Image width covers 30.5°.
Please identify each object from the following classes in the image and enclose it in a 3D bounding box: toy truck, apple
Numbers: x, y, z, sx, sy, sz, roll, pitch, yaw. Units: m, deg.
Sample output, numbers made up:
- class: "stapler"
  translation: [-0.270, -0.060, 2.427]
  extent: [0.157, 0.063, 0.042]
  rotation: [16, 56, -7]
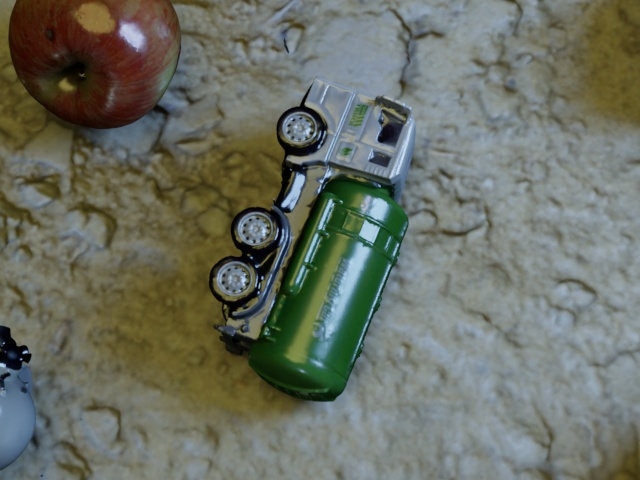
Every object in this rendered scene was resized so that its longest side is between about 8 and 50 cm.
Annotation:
- class: "toy truck"
  translation: [0.000, 0.000, 0.922]
  extent: [0.125, 0.101, 0.242]
  rotation: [18, 74, 9]
- class: "apple"
  translation: [-0.189, -0.170, 0.993]
  extent: [0.146, 0.146, 0.131]
  rotation: [9, 42, 10]

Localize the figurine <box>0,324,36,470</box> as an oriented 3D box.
- class: "figurine"
  translation: [-0.276, 0.151, 0.881]
  extent: [0.126, 0.147, 0.192]
  rotation: [27, 92, -3]
